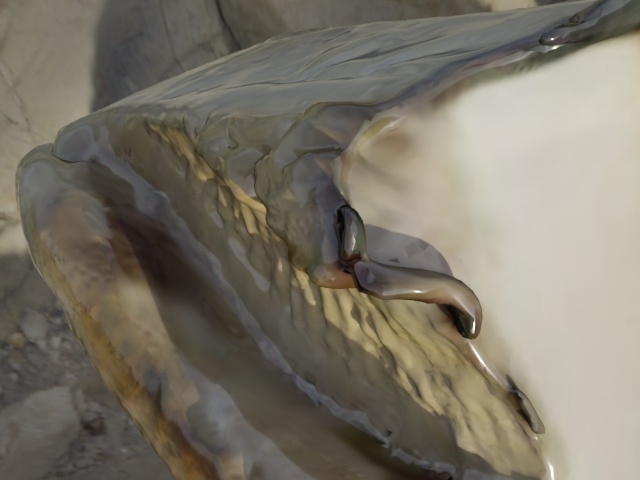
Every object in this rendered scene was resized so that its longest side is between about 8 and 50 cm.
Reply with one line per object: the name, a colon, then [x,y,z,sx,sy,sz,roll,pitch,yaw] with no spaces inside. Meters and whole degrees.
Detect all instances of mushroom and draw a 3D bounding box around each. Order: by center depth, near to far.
mushroom: [0.000,0.036,0.713,0.224,0.397,0.314,-28,112,-33]
